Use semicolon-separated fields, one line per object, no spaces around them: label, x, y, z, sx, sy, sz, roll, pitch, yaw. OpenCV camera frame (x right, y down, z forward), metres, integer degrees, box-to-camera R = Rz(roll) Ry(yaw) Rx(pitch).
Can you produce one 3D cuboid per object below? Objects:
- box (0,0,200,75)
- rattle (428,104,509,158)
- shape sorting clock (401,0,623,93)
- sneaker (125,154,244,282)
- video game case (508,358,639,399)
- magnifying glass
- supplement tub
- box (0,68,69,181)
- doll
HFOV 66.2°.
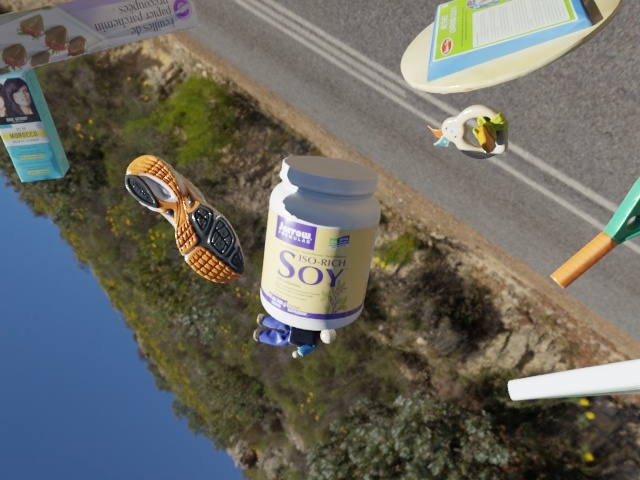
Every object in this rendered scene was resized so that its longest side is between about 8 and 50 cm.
box;-0.314;-0.273;0.633;0.067;0.323;0.063;22;134;46
rattle;0.309;-0.223;1.106;0.199;0.143;0.130;11;145;35
shape sorting clock;0.178;-0.206;0.482;0.206;0.206;0.040;41;164;51
sneaker;-0.219;-0.041;0.869;0.263;0.099;0.121;51;-175;0
video game case;0.322;0.128;0.457;0.193;0.023;0.212;3;158;-18
magnifying glass;0.411;-0.021;0.663;0.092;0.231;0.026;33;-162;-30
supplement tub;0.000;0.000;1.077;0.240;0.332;0.241;7;-160;-3
box;-0.670;-0.259;1.122;0.060;0.100;0.245;-106;10;-54
doll;-0.056;0.207;1.140;0.188;0.129;0.046;6;158;15
